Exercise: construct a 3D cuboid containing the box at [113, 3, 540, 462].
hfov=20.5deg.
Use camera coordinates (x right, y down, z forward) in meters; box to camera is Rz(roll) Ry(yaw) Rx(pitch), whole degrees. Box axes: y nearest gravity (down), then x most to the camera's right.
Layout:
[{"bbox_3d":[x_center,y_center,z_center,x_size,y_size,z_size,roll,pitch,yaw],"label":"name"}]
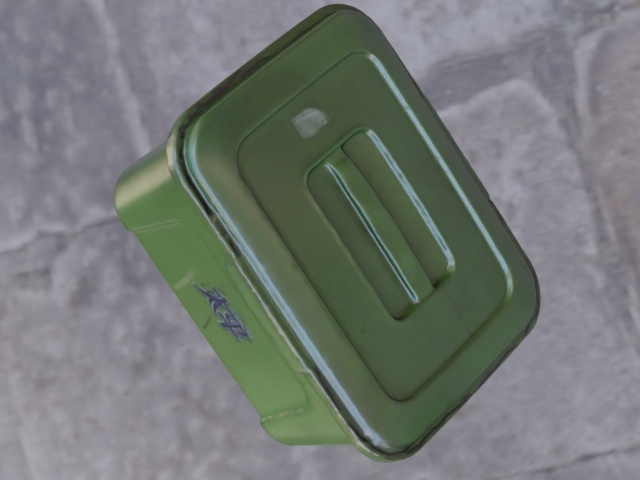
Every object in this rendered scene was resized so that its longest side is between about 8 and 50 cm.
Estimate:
[{"bbox_3d":[0.000,0.000,1.468,0.178,0.253,0.328,-15,111,53],"label":"box"}]
